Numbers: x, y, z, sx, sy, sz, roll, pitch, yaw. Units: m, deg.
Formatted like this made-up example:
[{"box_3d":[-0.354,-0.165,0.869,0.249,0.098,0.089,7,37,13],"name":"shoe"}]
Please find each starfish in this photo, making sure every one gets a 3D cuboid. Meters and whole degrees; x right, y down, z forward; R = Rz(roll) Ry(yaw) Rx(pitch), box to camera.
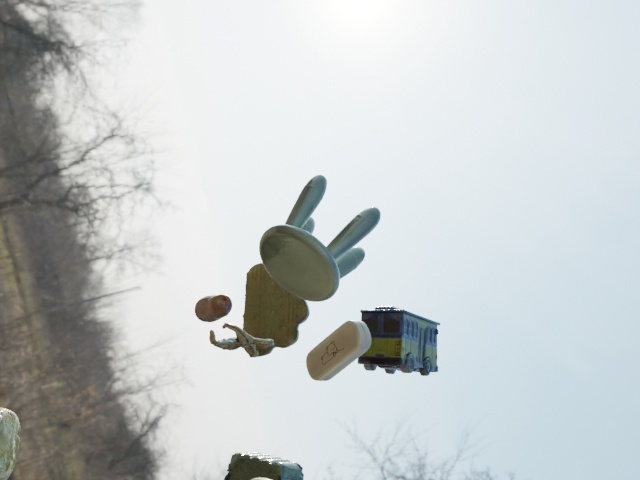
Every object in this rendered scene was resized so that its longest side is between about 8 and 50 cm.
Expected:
[{"box_3d":[-0.195,0.259,1.718,0.209,0.150,0.053,64,27,-63],"name":"starfish"}]

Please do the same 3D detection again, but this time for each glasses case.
[{"box_3d":[0.041,0.266,1.668,0.196,0.050,0.083,-45,-127,31],"name":"glasses case"}]

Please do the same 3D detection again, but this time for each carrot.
[{"box_3d":[-0.223,0.142,1.470,0.186,0.060,0.060,-22,-96,65],"name":"carrot"}]

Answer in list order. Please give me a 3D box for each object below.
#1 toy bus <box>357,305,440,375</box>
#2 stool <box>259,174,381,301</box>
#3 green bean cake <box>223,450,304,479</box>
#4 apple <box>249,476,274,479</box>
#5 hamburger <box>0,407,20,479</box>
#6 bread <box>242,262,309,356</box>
[{"box_3d":[0.225,0.286,1.942,0.138,0.288,0.174,-4,-105,29],"name":"toy bus"},{"box_3d":[0.000,0.000,1.495,0.195,0.198,0.195,33,-37,13],"name":"stool"},{"box_3d":[-0.160,0.691,1.853,0.223,0.125,0.227,1,-105,35],"name":"green bean cake"},{"box_3d":[-0.148,0.671,1.661,0.200,0.200,0.199,165,-90,-69],"name":"apple"},{"box_3d":[-0.584,0.358,1.206,0.147,0.083,0.137,81,16,-78],"name":"hamburger"},{"box_3d":[-0.135,0.212,2.089,0.056,0.208,0.286,77,19,-78],"name":"bread"}]
